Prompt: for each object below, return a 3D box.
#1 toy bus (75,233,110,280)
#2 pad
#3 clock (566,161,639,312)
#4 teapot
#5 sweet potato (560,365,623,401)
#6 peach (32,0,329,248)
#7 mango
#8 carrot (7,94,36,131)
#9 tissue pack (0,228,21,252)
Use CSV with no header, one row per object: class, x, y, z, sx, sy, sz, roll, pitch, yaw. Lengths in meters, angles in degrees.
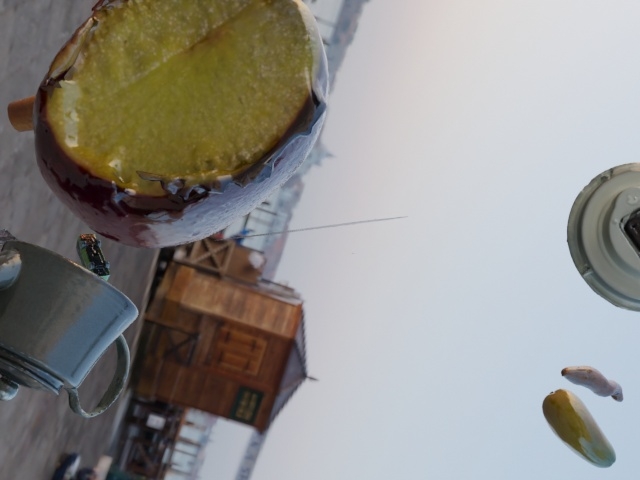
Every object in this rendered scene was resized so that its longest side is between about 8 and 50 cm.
toy bus,-0.351,0.029,1.266,0.037,0.031,0.083,-56,-128,39
pad,0.000,-0.001,1.765,0.315,0.375,0.063,-10,93,-59
clock,0.493,-0.009,1.233,0.053,0.236,0.236,76,31,-79
teapot,-0.296,0.108,0.883,0.239,0.162,0.149,49,57,-43
sweet potato,0.454,0.235,1.344,0.044,0.179,0.044,-31,-133,42
peach,-0.182,-0.189,1.149,0.416,0.339,0.353,-31,178,29
mango,0.549,0.402,1.747,0.092,0.195,0.130,-42,171,1
carrot,-0.515,-0.260,1.623,0.087,0.193,0.087,-16,90,-90
tissue pack,-0.464,0.074,1.114,0.115,0.065,0.155,-23,135,-55
